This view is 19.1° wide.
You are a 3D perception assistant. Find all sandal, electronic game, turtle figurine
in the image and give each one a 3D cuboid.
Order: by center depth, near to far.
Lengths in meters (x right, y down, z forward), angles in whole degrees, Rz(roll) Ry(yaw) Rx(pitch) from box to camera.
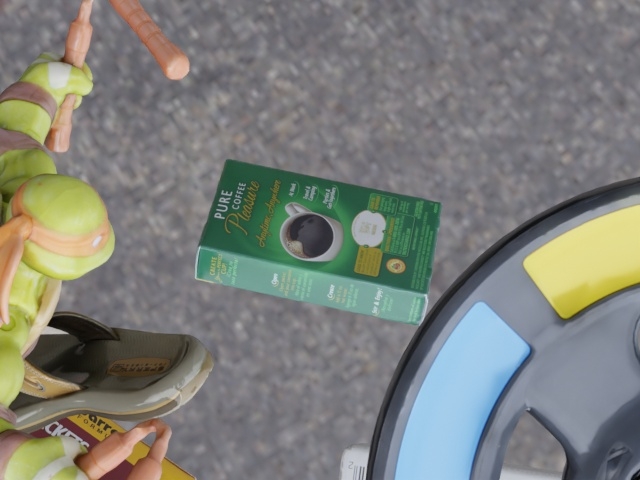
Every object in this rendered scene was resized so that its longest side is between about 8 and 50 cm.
[{"bbox_3d":[0.128,0.090,0.656,0.229,0.048,0.229,-1,97,-9],"label":"electronic game"},{"bbox_3d":[-0.135,0.040,0.732,0.087,0.269,0.217,15,142,-29],"label":"turtle figurine"},{"bbox_3d":[-0.143,0.067,1.037,0.180,0.072,0.049,-6,130,29],"label":"sandal"}]

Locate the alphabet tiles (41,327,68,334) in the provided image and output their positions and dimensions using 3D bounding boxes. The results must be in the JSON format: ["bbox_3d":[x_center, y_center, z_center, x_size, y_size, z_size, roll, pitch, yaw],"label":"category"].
[{"bbox_3d":[-0.245,0.179,1.519,0.021,0.284,0.278,-16,118,-43],"label":"alphabet tiles"}]

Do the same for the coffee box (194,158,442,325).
[{"bbox_3d":[0.000,0.000,1.512,0.184,0.113,0.040,11,134,1],"label":"coffee box"}]

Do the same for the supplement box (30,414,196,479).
[{"bbox_3d":[-0.202,0.210,1.119,0.129,0.191,0.194,36,134,-7],"label":"supplement box"}]

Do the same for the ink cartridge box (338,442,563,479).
[{"bbox_3d":[0.150,0.310,1.506,0.066,0.296,0.261,18,80,-75],"label":"ink cartridge box"}]
